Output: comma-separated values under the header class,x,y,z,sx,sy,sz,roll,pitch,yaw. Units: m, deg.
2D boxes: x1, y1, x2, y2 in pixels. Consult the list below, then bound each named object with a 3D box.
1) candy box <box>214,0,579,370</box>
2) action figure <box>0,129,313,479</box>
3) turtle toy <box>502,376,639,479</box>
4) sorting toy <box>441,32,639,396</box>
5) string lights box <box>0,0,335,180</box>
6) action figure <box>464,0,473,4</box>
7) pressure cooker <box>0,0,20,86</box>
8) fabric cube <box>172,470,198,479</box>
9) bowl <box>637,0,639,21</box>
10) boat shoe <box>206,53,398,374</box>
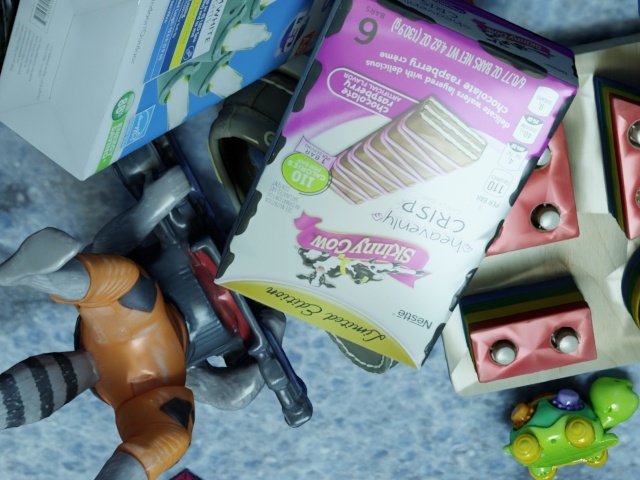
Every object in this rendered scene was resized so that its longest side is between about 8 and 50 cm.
class,x,y,z,sx,sy,sz,roll,pitch,yaw
candy box,0.046,-0.047,0.930,0.159,0.071,0.233,23,118,-5
action figure,-0.153,0.026,1.008,0.178,0.330,0.341,-25,95,13
turtle toy,0.225,0.166,1.263,0.130,0.066,0.095,-19,151,12
sorting toy,0.206,-0.009,1.035,0.255,0.089,0.257,-12,112,2
string lights box,-0.076,-0.152,0.865,0.077,0.260,0.133,36,129,13
action figure,0.115,-0.247,0.865,0.091,0.139,0.280,-27,141,-36
pressure cooker,-0.394,-0.129,0.793,0.420,0.375,0.370,27,167,-25
fabric cube,-0.126,0.433,1.366,0.254,0.259,0.258,-35,122,27
bowl,0.386,-0.183,0.892,0.391,0.077,0.391,-4,115,-9
boat shoe,-0.004,0.000,1.081,0.109,0.091,0.305,7,136,35
